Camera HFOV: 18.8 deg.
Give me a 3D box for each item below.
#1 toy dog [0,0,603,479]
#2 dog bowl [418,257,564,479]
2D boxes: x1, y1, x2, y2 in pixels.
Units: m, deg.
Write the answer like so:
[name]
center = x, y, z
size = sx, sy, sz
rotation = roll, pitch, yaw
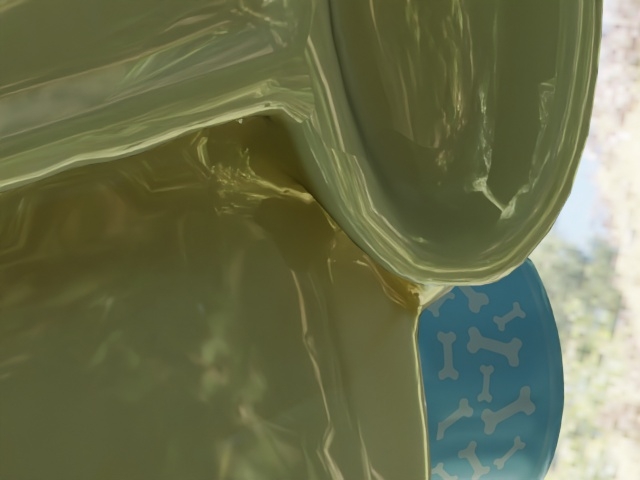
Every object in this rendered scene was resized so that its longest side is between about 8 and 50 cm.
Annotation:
[toy dog]
center = -0.115, -0.036, 0.595
size = 0.284, 0.408, 0.395
rotation = -28, -61, -15
[dog bowl]
center = 0.000, 0.000, 0.881
size = 0.074, 0.166, 0.297
rotation = -9, -112, -39
